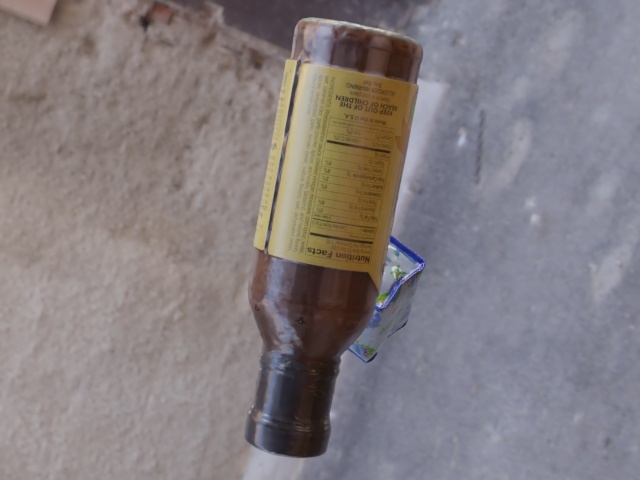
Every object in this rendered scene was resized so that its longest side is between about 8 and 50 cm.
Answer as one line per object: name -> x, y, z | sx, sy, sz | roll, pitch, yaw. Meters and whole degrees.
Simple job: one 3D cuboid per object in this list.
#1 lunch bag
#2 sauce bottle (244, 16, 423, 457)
lunch bag -> 0.024, 0.032, 1.275 | 0.096, 0.151, 0.129 | -45, -19, -28
sauce bottle -> 0.000, 0.000, 0.994 | 0.111, 0.111, 0.344 | -152, 72, -66
